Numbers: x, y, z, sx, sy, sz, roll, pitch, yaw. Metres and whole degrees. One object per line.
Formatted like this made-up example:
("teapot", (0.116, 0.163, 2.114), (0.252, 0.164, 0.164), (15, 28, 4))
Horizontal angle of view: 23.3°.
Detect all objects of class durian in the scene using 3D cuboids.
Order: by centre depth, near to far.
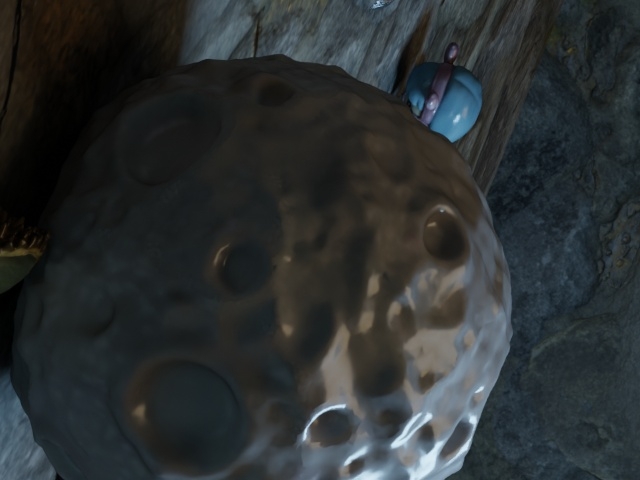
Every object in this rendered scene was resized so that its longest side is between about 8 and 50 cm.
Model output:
("durian", (-0.186, 0.011, 0.878), (0.130, 0.052, 0.066), (94, 19, -78))

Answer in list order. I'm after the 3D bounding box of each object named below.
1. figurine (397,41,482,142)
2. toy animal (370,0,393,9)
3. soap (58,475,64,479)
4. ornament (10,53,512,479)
("figurine", (0.137, -0.143, 1.983), (0.205, 0.103, 0.260), (-56, 174, -38))
("toy animal", (0.073, -0.277, 1.598), (0.050, 0.028, 0.084), (-27, 135, -72))
("soap", (-0.101, 0.330, 1.322), (0.107, 0.285, 0.296), (-48, 159, -53))
("ornament", (-0.030, 0.048, 1.024), (0.337, 0.337, 0.337), (23, 90, -79))
